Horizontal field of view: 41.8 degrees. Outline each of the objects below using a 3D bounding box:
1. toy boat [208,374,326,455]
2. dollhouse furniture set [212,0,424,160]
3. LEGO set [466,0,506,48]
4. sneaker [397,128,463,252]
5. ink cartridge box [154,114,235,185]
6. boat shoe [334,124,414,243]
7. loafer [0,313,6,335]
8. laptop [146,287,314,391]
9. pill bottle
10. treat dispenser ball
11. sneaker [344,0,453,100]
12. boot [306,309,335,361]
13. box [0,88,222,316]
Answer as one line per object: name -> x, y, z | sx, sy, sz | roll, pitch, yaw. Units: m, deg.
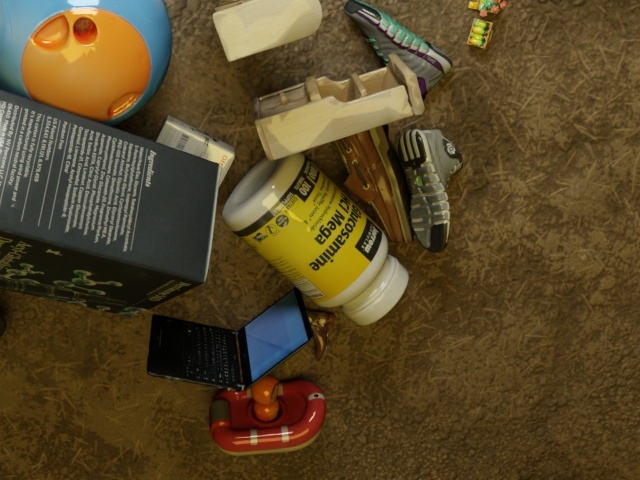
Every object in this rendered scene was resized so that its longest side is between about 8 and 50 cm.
toy boat -> -0.103, 0.322, 1.644 | 0.231, 0.151, 0.151 | -4, 131, -8
dollhouse furniture set -> -0.024, -0.359, 1.288 | 0.257, 0.362, 0.394 | -18, 113, 2
LEGO set -> 0.347, -0.462, 1.447 | 0.287, 0.107, 0.132 | -44, 110, 9
sneaker -> 0.226, -0.100, 1.550 | 0.132, 0.086, 0.228 | -18, 100, -43
ink cartridge box -> -0.235, -0.149, 1.506 | 0.135, 0.056, 0.099 | 26, 105, -16
boat shoe -> 0.093, -0.126, 1.547 | 0.105, 0.110, 0.307 | -14, 113, 14
loafer -> -0.748, 0.192, 1.541 | 0.366, 0.134, 0.130 | -29, 75, 5
laptop -> -0.169, 0.160, 1.538 | 0.265, 0.234, 0.136 | 13, 107, -13
pill bottle -> 0.000, 0.000, 1.527 | 0.188, 0.188, 0.334 | -44, 111, 9
treat dispenser ball -> -0.375, -0.313, 1.297 | 0.288, 0.288, 0.288 | -3, 111, -7
sneaker -> 0.123, -0.332, 1.479 | 0.224, 0.083, 0.098 | 29, 111, -17
boot -> -0.038, 0.181, 1.672 | 0.114, 0.037, 0.106 | 13, 95, -16
box -> -0.405, -0.042, 1.319 | 0.396, 0.294, 0.211 | 16, 66, -30
